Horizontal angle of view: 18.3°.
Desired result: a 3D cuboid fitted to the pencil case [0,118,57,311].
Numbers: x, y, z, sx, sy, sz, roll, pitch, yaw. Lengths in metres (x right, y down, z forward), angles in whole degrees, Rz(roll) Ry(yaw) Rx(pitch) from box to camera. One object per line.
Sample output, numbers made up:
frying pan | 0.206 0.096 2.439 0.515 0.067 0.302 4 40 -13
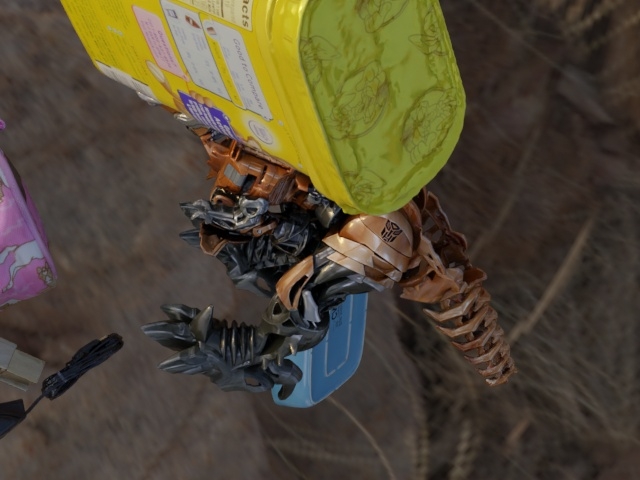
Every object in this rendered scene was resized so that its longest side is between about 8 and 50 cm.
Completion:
pencil case | -0.403 0.043 1.600 0.386 0.160 0.167 -27 132 -10

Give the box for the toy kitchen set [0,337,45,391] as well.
toy kitchen set | -0.246 0.102 1.359 0.083 0.068 0.075 25 71 -16

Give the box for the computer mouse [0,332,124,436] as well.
computer mouse | -0.246 0.127 1.616 0.041 0.242 0.071 52 130 1

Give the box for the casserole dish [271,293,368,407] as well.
casserole dish | 0.004 0.076 1.814 0.114 0.037 0.188 -36 140 -42

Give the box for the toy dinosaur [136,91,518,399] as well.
toy dinosaur | 0.000 0.000 1.317 0.218 0.164 0.322 -37 93 33

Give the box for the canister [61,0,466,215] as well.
canister | -0.033 -0.094 0.821 0.073 0.170 0.126 -44 138 -22
